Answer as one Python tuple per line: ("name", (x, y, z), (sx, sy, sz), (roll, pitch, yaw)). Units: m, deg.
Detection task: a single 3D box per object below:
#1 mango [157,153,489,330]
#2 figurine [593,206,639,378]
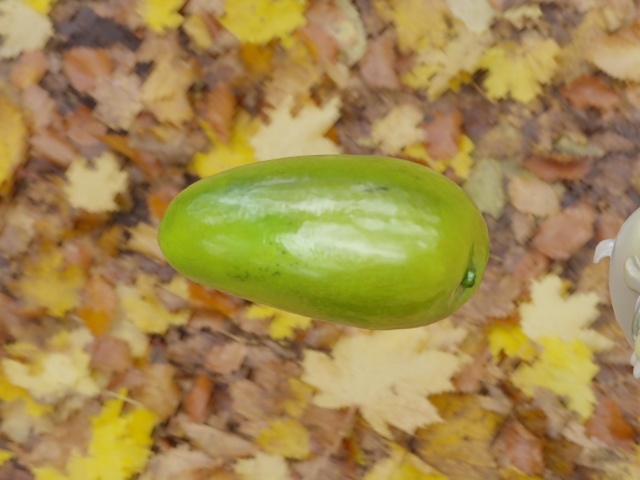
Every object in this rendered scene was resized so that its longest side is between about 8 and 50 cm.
("mango", (0.000, 0.000, 0.540), (0.108, 0.073, 0.056), (2, 84, 12))
("figurine", (0.366, 0.107, 1.612), (0.227, 0.394, 0.274), (12, 105, 7))
